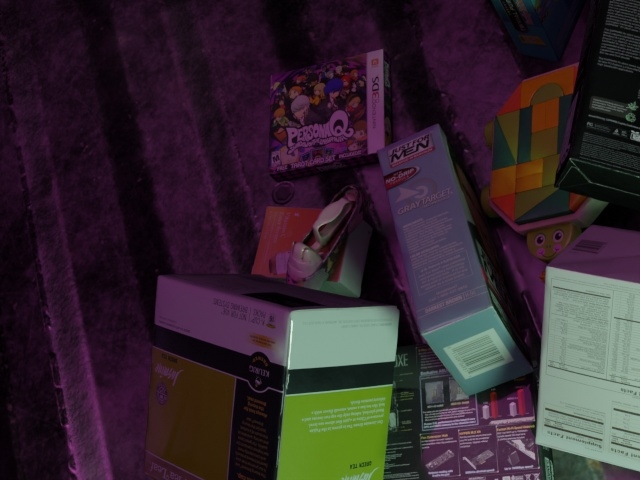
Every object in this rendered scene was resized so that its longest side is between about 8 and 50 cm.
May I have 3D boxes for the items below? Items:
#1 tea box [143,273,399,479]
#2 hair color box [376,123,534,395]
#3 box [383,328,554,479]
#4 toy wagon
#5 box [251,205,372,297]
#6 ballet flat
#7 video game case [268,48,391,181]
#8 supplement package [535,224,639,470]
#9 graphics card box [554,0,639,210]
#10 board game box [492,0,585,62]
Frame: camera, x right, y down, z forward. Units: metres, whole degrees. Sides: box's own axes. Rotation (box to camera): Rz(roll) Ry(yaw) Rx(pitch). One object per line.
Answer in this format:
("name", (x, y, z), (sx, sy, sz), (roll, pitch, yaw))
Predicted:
("tea box", (-0.082, 0.231, 1.644), (0.329, 0.220, 0.324), (12, 97, 48))
("hair color box", (0.199, 0.023, 1.653), (0.113, 0.185, 0.374), (-24, 46, 14))
("box", (0.191, 0.279, 1.675), (0.307, 0.076, 0.243), (-11, 66, 22))
("toy wagon", (0.366, -0.104, 1.692), (0.267, 0.068, 0.344), (-14, 61, 44))
("box", (-0.013, 0.019, 1.871), (0.170, 0.091, 0.130), (3, 72, 28))
("ballet flat", (0.000, 0.000, 1.769), (0.077, 0.079, 0.221), (33, 88, 30))
("video game case", (0.016, -0.226, 1.982), (0.232, 0.042, 0.210), (-9, 65, 23))
("supplement package", (0.421, 0.142, 1.477), (0.198, 0.199, 0.263), (10, 112, 29))
("graphics card box", (0.485, -0.217, 1.568), (0.232, 0.094, 0.371), (15, 63, 2))
("board game box", (0.354, -0.479, 1.741), (0.079, 0.336, 0.254), (19, 79, 31))
